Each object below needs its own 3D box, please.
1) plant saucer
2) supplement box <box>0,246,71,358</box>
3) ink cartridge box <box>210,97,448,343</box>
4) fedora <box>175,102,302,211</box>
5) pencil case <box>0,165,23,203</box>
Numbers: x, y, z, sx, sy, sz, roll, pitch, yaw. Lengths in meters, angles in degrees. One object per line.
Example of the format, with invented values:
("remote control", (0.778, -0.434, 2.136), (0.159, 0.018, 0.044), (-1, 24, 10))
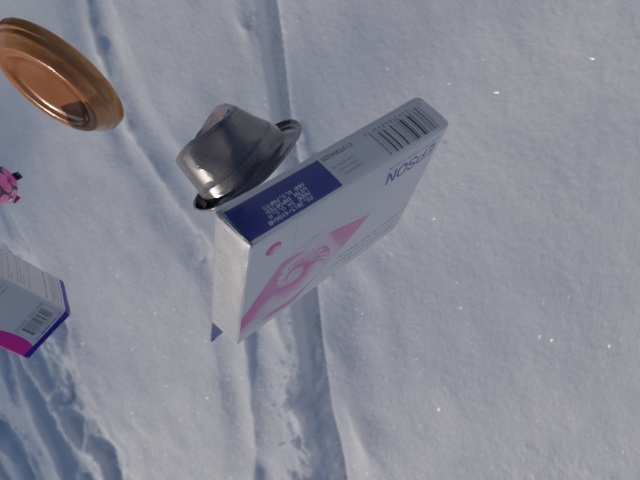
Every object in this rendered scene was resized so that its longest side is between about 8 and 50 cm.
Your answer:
("plant saucer", (-0.378, -0.223, 0.817), (0.200, 0.037, 0.200), (23, 155, 11))
("supplement box", (-0.542, 0.081, 0.937), (0.111, 0.220, 0.114), (-46, 41, 1))
("ink cartridge box", (0.000, 0.000, 0.780), (0.071, 0.324, 0.330), (44, 149, 19))
("fedora", (-0.176, -0.174, 1.078), (0.124, 0.243, 0.275), (45, 152, -23))
("pencil case", (-0.699, -0.097, 1.180), (0.095, 0.209, 0.098), (-33, 106, 6))
